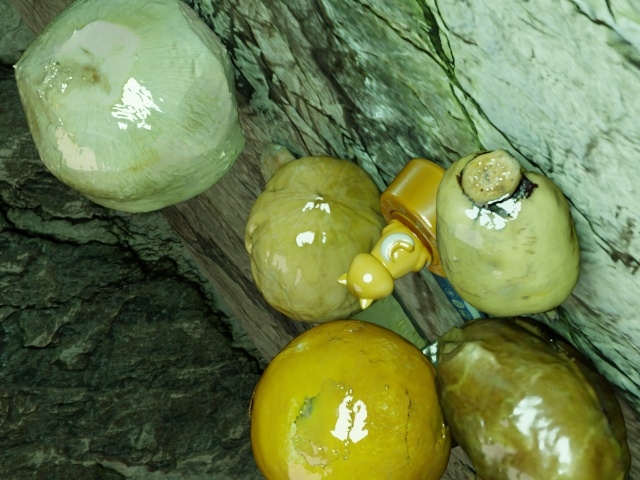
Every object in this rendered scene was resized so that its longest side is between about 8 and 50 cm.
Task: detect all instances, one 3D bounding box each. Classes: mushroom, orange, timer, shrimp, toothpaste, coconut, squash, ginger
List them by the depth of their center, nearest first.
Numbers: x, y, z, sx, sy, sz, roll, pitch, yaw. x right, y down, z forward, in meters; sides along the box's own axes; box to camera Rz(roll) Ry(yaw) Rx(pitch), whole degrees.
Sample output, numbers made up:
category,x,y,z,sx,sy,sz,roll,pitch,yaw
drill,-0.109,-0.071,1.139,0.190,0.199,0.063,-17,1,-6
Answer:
category,x,y,z,sx,sy,sz,roll,pitch,yaw
timer,0.086,0.009,1.121,0.132,0.152,0.132,47,168,14
ginger,0.209,0.162,1.135,0.172,0.165,0.321,49,-173,-27
orange,0.035,0.216,1.261,0.246,0.246,0.246,47,168,14
toothpaste,0.164,0.056,1.271,0.057,0.035,0.197,43,171,52
coconut,-0.252,-0.193,1.420,0.297,0.297,0.254,45,169,21
squash,0.086,0.120,1.594,0.169,0.093,0.252,44,167,31
shrimp,-0.025,-0.031,1.616,0.168,0.077,0.317,54,168,34
mushroom,0.292,0.459,2.059,0.101,0.019,0.049,32,158,54

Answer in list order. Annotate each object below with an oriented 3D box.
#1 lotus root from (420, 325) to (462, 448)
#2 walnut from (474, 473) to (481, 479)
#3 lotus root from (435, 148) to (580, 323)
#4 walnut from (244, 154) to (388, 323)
category,x,y,z,sx,sy,sz,roll,pitch,yaw
lotus root,0.180,0.202,1.446,0.138,0.119,0.235,51,168,20
walnut,0.289,0.367,1.440,0.167,0.167,0.207,64,-178,-49
lotus root,0.165,0.009,0.939,0.221,0.118,0.125,68,175,-48
walnut,0.000,0.000,1.310,0.195,0.195,0.221,44,161,23
